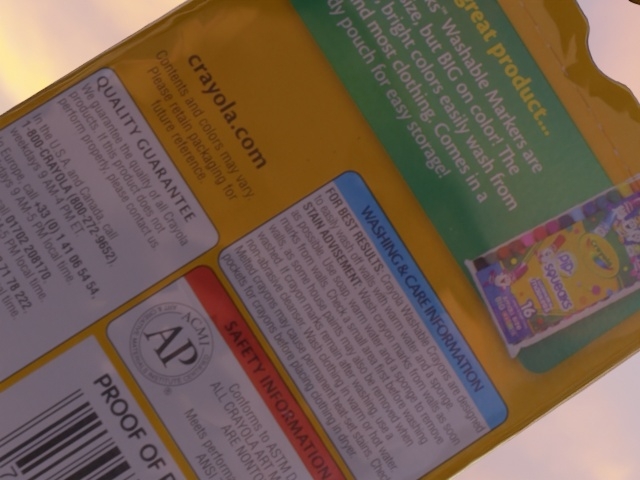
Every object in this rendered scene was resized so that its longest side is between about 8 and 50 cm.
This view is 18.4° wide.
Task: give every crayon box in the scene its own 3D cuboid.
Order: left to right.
[{"bbox_3d":[0.000,0.000,0.759,0.203,0.323,0.083,58,-9,-1],"label":"crayon box"}]
